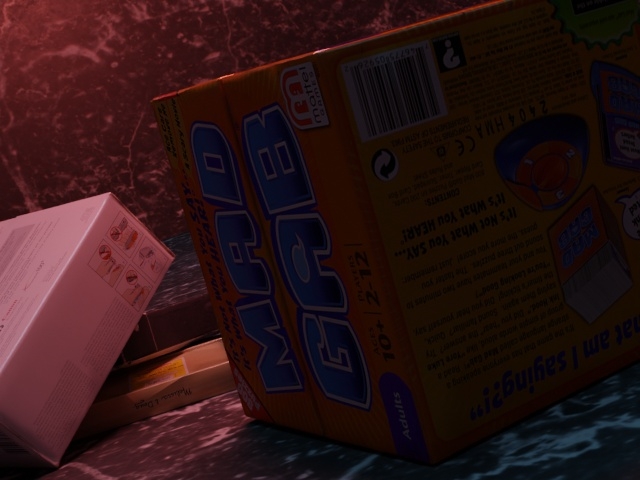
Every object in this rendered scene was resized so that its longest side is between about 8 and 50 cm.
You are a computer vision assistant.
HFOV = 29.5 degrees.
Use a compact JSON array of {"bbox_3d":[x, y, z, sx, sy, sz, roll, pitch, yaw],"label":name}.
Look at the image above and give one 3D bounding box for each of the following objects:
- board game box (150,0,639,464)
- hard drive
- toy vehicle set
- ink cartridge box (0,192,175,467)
[{"bbox_3d":[0.102,-0.033,1.208,0.356,0.356,0.356,-20,9,-29],"label":"board game box"},{"bbox_3d":[-0.259,0.136,1.704,0.237,0.064,0.339,-18,0,30],"label":"hard drive"},{"bbox_3d":[-0.202,0.180,1.530,0.266,0.035,0.166,-17,8,-7],"label":"toy vehicle set"},{"bbox_3d":[-0.365,0.112,1.479,0.272,0.130,0.309,-9,44,43],"label":"ink cartridge box"}]
